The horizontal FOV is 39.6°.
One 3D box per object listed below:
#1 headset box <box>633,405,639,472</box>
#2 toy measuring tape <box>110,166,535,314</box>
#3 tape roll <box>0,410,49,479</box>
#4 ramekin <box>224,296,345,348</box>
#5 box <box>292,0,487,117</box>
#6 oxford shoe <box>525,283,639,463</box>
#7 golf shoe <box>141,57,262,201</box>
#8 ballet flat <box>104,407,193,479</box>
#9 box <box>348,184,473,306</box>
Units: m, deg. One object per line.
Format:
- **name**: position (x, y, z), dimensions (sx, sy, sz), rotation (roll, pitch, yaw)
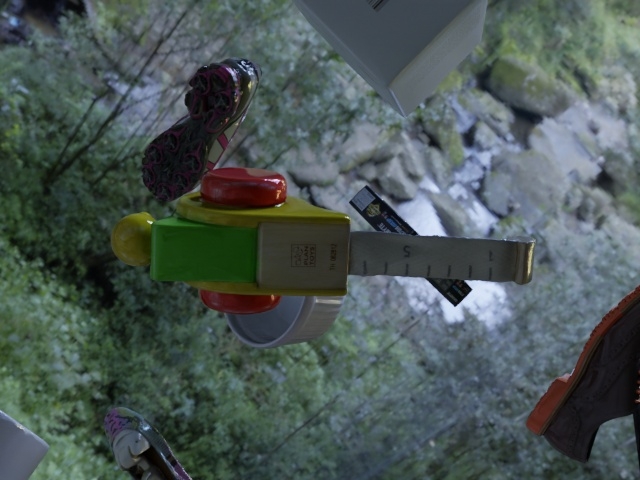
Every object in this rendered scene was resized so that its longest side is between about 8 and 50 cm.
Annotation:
- **headset box**: position (0.591, 0.279, 1.211), dimensions (0.131, 0.283, 0.246), rotation (33, 52, -46)
- **toy measuring tape**: position (0.000, 0.000, 0.720), dimensions (0.330, 0.121, 0.121), rotation (1, 48, -8)
- **tape roll**: position (-0.484, 0.224, 1.111), dimensions (0.286, 0.286, 0.100), rotation (37, 67, -12)
- **ramekin**: position (-0.053, 0.068, 1.404), dimensions (0.109, 0.207, 0.207), rotation (8, 49, -44)
- **box**: position (0.086, -0.310, 1.175), dimensions (0.215, 0.168, 0.345), rotation (46, 7, 4)
- **oxford shoe**: position (0.372, 0.158, 1.111), dimensions (0.098, 0.271, 0.097), rotation (39, 23, 23)
- **golf shoe**: position (-0.120, -0.112, 0.933), dimensions (0.067, 0.186, 0.086), rotation (46, 33, 6)
- **ballet flat**: position (-0.248, 0.336, 1.295), dimensions (0.221, 0.077, 0.079), rotation (48, 15, 10)
- **box**: position (0.165, 0.010, 1.616), dimensions (0.220, 0.051, 0.175), rotation (41, 6, -41)
